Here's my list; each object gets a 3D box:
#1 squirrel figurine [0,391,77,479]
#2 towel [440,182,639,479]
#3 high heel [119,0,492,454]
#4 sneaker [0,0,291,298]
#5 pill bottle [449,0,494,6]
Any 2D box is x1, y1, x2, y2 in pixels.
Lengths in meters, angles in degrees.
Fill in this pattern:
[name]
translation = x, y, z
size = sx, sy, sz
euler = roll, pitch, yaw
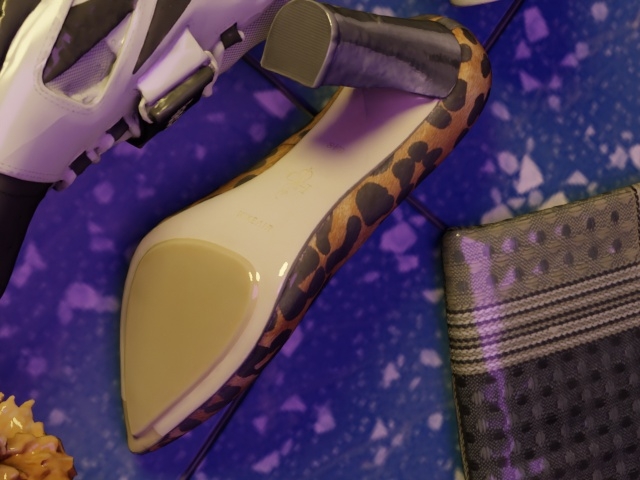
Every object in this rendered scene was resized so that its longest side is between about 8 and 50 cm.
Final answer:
[squirrel figurine]
translation = -0.243, 0.220, 0.516
size = 0.397, 0.370, 0.281
euler = -43, 155, -41
[towel]
translation = 0.229, 0.108, 0.878
size = 0.324, 0.056, 0.312
euler = -13, 100, -21
[high heel]
translation = 0.000, 0.000, 0.742
size = 0.186, 0.093, 0.261
euler = -2, 124, -56
[sneaker]
translation = -0.087, -0.096, 0.649
size = 0.146, 0.122, 0.330
euler = 23, 88, -25
[pill bottle]
translation = 0.078, -0.213, 0.728
size = 0.094, 0.094, 0.169
euler = -24, 107, -21
